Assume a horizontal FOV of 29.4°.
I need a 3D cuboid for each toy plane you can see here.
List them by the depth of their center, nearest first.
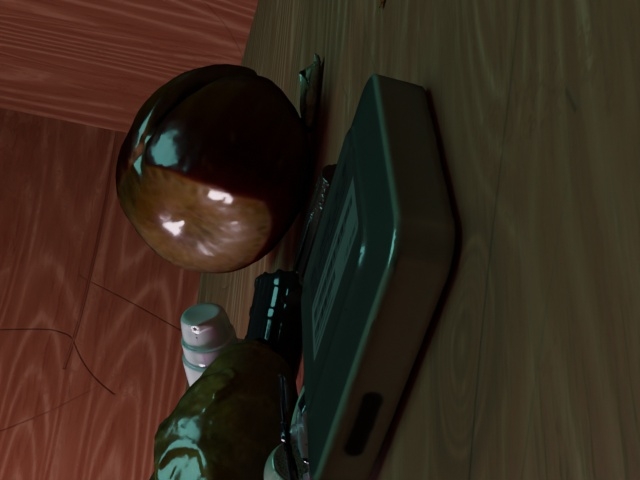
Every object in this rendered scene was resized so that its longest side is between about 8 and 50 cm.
[{"bbox_3d":[-0.012,0.262,1.559,0.053,0.078,0.197,-118,25,-71],"label":"toy plane"}]

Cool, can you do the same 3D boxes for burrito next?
[{"bbox_3d":[-0.022,-0.277,2.311,0.051,0.042,0.171,118,157,-59],"label":"burrito"}]

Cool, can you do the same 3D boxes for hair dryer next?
[{"bbox_3d":[-0.031,0.283,1.736,0.206,0.075,0.237,103,180,-55],"label":"hair dryer"}]

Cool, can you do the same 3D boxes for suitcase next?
[{"bbox_3d":[-0.083,0.155,2.110,0.285,0.066,0.206,166,114,-80],"label":"suitcase"}]

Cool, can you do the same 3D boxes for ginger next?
[{"bbox_3d":[-0.129,0.305,1.831,0.269,0.200,0.223,-45,50,7],"label":"ginger"}]

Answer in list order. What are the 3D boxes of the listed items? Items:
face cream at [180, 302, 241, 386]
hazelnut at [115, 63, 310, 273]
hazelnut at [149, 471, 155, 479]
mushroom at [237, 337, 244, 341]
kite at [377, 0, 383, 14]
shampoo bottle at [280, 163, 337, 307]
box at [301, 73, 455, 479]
[{"bbox_3d":[-0.161,0.248,1.996,0.102,0.102,0.345,-95,-4,-57],"label":"face cream"},{"bbox_3d":[-0.198,-0.140,2.253,0.409,0.359,0.359,-53,26,44],"label":"hazelnut"},{"bbox_3d":[-0.234,0.461,2.284,0.186,0.210,0.210,-121,43,-70],"label":"hazelnut"},{"bbox_3d":[-0.173,0.268,2.341,0.350,0.128,0.128,-107,29,-66],"label":"mushroom"},{"bbox_3d":[0.107,-0.458,1.846,0.125,0.008,0.222,-104,26,-68],"label":"kite"},{"bbox_3d":[-0.001,0.001,1.794,0.067,0.068,0.236,-96,19,-54],"label":"shampoo bottle"},{"bbox_3d":[0.048,0.038,1.407,0.373,0.091,0.367,-95,19,-55],"label":"box"}]
